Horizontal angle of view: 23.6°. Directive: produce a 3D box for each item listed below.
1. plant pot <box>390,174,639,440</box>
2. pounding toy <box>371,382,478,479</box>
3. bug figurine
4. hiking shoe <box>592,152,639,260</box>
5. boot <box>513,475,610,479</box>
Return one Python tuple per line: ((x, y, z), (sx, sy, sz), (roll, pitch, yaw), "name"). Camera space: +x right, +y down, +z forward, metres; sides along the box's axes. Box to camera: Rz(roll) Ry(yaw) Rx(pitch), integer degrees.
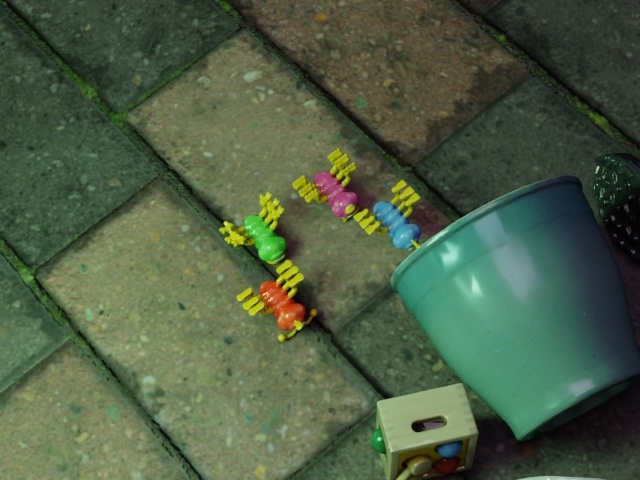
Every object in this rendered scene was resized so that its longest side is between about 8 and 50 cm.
((0.265, 0.098, 1.895), (0.271, 0.272, 0.255), (-27, 75, -5), "plant pot")
((0.119, 0.263, 1.899), (0.141, 0.130, 0.100), (-12, 58, -6), "pounding toy")
((0.000, 0.000, 2.092), (0.279, 0.072, 0.216), (-34, 54, -4), "bug figurine")
((0.485, -0.015, 2.014), (0.132, 0.113, 0.304), (-15, 47, -34), "hiking shoe")
((0.234, 0.357, 1.848), (0.258, 0.095, 0.123), (-7, 67, 14), "boot")
